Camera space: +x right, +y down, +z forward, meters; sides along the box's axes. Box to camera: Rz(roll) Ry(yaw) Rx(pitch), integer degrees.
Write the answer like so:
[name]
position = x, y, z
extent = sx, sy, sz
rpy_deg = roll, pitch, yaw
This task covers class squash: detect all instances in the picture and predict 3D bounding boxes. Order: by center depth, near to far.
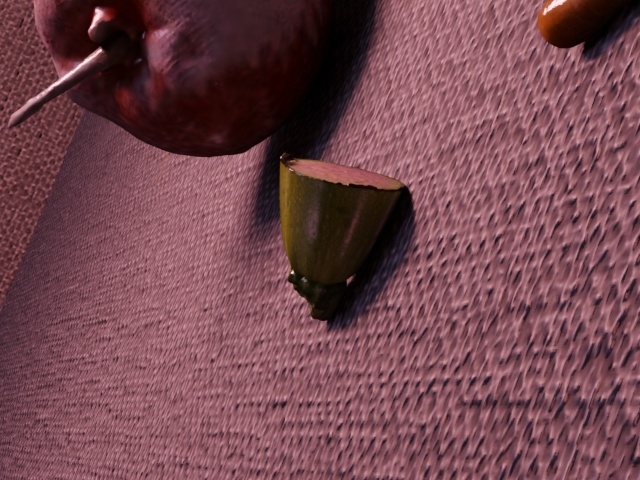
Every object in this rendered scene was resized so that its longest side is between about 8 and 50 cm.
[squash]
position = 0.003, 0.006, 1.406
extent = 0.105, 0.105, 0.132
rpy_deg = -126, 48, -73

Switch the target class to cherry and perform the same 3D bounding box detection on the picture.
[cherry]
position = -0.142, -0.257, 1.808
extent = 0.291, 0.326, 0.335
rpy_deg = -44, 26, 36

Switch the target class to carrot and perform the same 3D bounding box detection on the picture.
[carrot]
position = 0.196, -0.171, 1.095
extent = 0.190, 0.037, 0.037
rpy_deg = -38, 32, 58
